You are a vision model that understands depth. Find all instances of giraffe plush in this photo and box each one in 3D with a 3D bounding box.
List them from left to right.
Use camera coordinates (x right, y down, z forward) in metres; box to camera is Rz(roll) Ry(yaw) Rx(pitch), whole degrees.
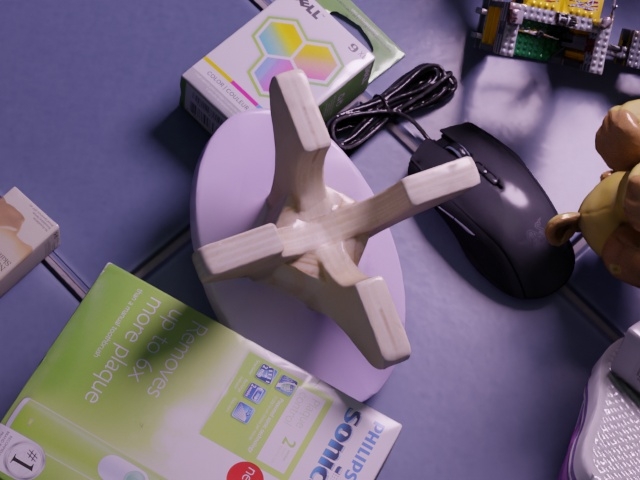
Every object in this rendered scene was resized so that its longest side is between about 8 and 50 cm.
[{"bbox_3d":[0.289,-0.033,1.473,0.181,0.170,0.210,24,43,-14],"label":"giraffe plush"}]

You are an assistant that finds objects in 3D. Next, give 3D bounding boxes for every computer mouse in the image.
[{"bbox_3d":[0.110,-0.045,1.546,0.184,0.060,0.262,-27,71,-19],"label":"computer mouse"}]

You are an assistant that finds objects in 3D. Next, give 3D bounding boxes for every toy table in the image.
[{"bbox_3d":[0.000,0.000,1.421,0.252,0.161,0.274,-31,87,-21],"label":"toy table"}]

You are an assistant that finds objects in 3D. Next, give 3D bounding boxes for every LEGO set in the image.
[{"bbox_3d":[0.290,-0.248,1.548,0.331,0.192,0.255,19,98,-6],"label":"LEGO set"}]

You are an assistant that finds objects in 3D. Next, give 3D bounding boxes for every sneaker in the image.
[{"bbox_3d":[0.242,0.195,1.435,0.102,0.161,0.282,31,33,12],"label":"sneaker"}]

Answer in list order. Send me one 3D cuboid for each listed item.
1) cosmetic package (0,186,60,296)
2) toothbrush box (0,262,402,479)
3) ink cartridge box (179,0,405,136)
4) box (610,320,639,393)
[{"bbox_3d":[-0.290,0.014,1.479,0.060,0.041,0.115,40,67,11],"label":"cosmetic package"},{"bbox_3d":[-0.109,0.184,1.381,0.283,0.122,0.206,30,66,5],"label":"toothbrush box"},{"bbox_3d":[-0.022,-0.166,1.584,0.209,0.062,0.109,-40,76,-22],"label":"ink cartridge box"},{"bbox_3d":[0.435,0.101,1.445,0.322,0.058,0.232,-28,58,-37],"label":"box"}]
